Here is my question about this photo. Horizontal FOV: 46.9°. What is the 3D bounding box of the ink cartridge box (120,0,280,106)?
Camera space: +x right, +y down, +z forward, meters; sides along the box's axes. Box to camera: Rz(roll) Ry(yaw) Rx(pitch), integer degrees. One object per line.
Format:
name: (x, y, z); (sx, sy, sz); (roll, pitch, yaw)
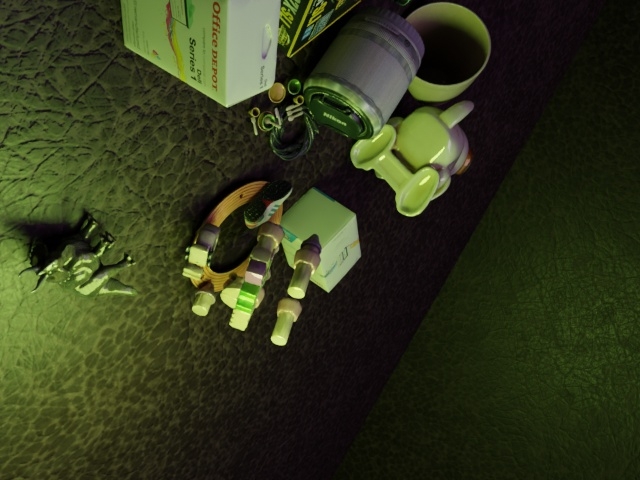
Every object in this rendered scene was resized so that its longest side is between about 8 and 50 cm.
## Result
ink cartridge box: (-0.210, -0.383, 1.253); (0.117, 0.278, 0.201); (-35, 147, -37)

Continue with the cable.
cable: (-0.074, -0.284, 1.878); (0.150, 0.047, 0.184); (-48, 150, 2)

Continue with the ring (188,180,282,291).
ring: (-0.224, -0.013, 1.941); (0.336, 0.032, 0.337); (-40, 149, -30)

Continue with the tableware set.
tableware set: (-0.103, -0.321, 1.761); (0.154, 0.024, 0.104); (-28, 120, -27)

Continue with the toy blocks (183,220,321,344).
toy blocks: (-0.165, 0.054, 1.883); (0.288, 0.309, 0.260); (111, -2, -49)

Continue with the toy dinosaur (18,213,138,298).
toy dinosaur: (-0.484, 0.053, 1.512); (0.160, 0.121, 0.313); (-40, 157, -6)

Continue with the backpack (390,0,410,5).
backpack: (0.211, -0.675, 1.734); (0.144, 0.166, 0.188); (-34, 163, -33)

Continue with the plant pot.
plant pot: (0.338, -0.503, 2.134); (0.256, 0.256, 0.274); (-51, 170, -10)

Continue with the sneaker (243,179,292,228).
sneaker: (-0.138, -0.092, 1.913); (0.161, 0.057, 0.075); (-46, 169, -23)

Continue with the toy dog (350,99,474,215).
toy dog: (0.327, -0.293, 2.305); (0.395, 0.284, 0.408); (-56, 166, 18)

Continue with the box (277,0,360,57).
box: (0.029, -0.556, 1.548); (0.257, 0.079, 0.322); (-42, 177, -24)

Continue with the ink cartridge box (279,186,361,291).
ink cartridge box: (0.000, 0.000, 2.177); (0.168, 0.171, 0.233); (-46, 153, -20)

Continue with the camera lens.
camera lens: (0.104, -0.403, 1.812); (0.274, 0.219, 0.219); (-58, 155, -14)

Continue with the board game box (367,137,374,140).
board game box: (0.131, -0.380, 2.052); (0.043, 0.092, 0.181); (-22, 138, -51)
